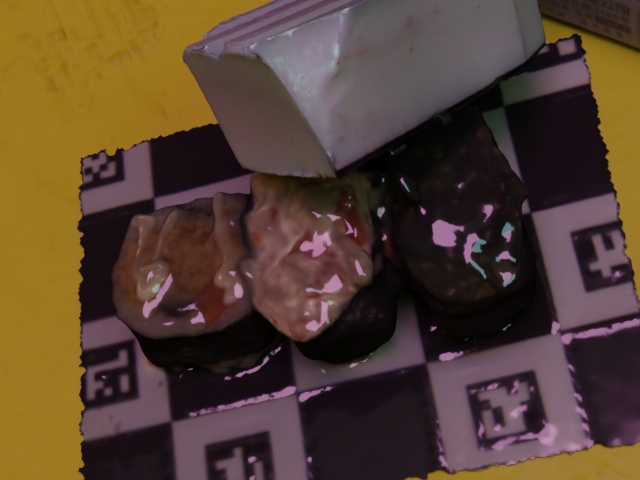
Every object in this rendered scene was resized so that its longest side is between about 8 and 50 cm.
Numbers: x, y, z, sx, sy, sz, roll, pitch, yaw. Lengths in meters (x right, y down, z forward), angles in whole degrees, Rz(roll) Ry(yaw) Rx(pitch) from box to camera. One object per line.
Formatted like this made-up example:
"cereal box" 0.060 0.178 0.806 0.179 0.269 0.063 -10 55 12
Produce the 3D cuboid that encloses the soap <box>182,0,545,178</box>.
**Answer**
"soap" 0.029 -0.116 0.781 0.230 0.091 0.145 -31 21 -31

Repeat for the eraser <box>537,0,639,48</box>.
"eraser" 0.158 -0.209 0.884 0.352 0.061 0.089 26 73 26

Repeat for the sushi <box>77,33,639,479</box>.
"sushi" 0.000 0.000 0.797 0.373 0.100 0.296 -12 60 11
